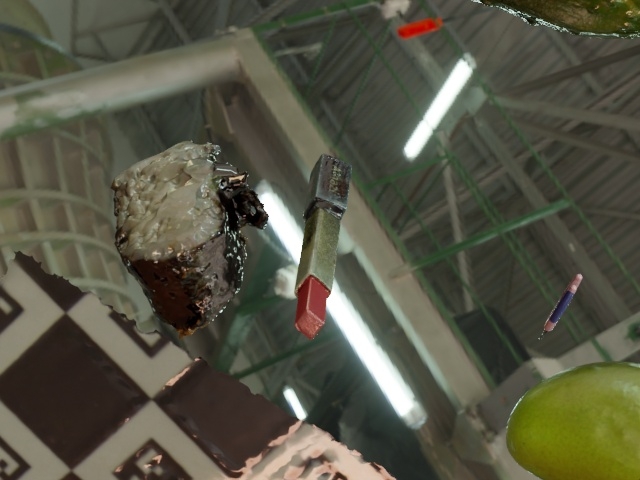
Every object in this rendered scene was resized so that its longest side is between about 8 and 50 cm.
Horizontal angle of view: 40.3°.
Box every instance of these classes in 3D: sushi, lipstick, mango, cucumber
[{"bbox_3d":[-0.197,-0.015,1.386,0.348,0.234,0.207,-104,173,-56],"label":"sushi"},{"bbox_3d":[0.000,0.000,1.163,0.051,0.051,0.312,-55,-162,39],"label":"lipstick"},{"bbox_3d":[0.369,0.231,1.038,0.273,0.185,0.149,21,-23,27],"label":"mango"},{"bbox_3d":[0.249,-0.258,0.848,0.244,0.134,0.134,33,-40,20],"label":"cucumber"},{"bbox_3d":[-0.109,0.214,0.521,0.320,0.069,0.339,31,-77,-3],"label":"sushi"}]

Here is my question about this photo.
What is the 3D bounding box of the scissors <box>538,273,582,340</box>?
[{"bbox_3d":[0.314,0.092,1.150,0.012,0.039,0.113,30,-50,13],"label":"scissors"}]
